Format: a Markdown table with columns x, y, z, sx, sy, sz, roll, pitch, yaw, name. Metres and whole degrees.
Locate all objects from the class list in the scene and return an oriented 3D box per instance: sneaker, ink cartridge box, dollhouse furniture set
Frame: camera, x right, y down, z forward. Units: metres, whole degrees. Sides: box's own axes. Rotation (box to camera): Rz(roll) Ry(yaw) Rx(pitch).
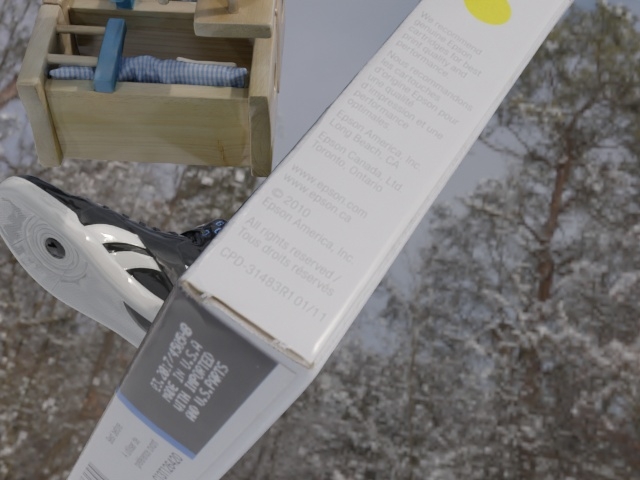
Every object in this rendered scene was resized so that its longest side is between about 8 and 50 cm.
| x | y | z | sx | sy | sz | roll | pitch | yaw | name |
| --- | --- | --- | --- | --- | --- | --- | --- | --- | --- |
| -0.134 | 0.007 | 0.755 | 0.217 | 0.121 | 0.079 | 40 | -44 | -6 | sneaker |
| 0.000 | 0.000 | 0.518 | 0.072 | 0.307 | 0.303 | 36 | -36 | 1 | ink cartridge box |
| -0.085 | -0.143 | 0.506 | 0.129 | 0.129 | 0.184 | 3 | -36 | 0 | dollhouse furniture set |
